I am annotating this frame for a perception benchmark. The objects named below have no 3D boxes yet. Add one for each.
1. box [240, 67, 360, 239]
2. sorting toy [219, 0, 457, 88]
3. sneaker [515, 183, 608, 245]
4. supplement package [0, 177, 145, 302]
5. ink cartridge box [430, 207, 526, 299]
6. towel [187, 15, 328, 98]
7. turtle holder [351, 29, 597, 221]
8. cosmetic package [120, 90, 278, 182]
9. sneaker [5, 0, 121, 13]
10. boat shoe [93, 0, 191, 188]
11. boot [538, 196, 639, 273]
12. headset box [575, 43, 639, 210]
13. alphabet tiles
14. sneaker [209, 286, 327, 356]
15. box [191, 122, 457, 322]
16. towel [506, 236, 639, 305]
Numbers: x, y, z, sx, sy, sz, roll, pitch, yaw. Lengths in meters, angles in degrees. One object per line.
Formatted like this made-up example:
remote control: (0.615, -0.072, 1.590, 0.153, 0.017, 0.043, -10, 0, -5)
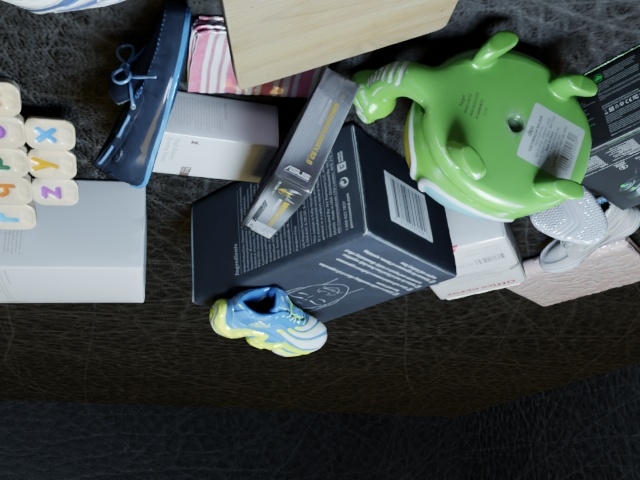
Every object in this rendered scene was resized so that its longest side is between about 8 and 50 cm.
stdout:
box: (-0.035, -0.118, 1.013, 0.056, 0.183, 0.231, 28, 157, -9)
sorting toy: (0.019, -0.276, 0.690, 0.257, 0.089, 0.255, -19, 171, -6)
sneaker: (0.394, -0.071, 1.232, 0.101, 0.269, 0.153, -58, 151, 6)
supplement package: (-0.465, 0.005, 1.239, 0.293, 0.177, 0.175, 1, 154, -13)
ink cartridge box: (0.315, 0.018, 1.499, 0.207, 0.117, 0.283, -15, 153, 19)
towel: (-0.083, -0.245, 0.955, 0.197, 0.029, 0.144, 1, 155, -14)
turtle holder: (0.212, -0.142, 0.996, 0.321, 0.243, 0.227, -4, 171, -16)
cosmetic package: (-0.189, -0.159, 1.055, 0.231, 0.085, 0.117, 5, 154, -19)
sneaker: (-0.203, -0.314, 0.725, 0.297, 0.111, 0.131, -12, -177, -3)
boat shoe: (-0.234, -0.184, 0.886, 0.089, 0.109, 0.258, 17, 113, -14)
boot: (0.564, -0.018, 1.527, 0.123, 0.095, 0.258, 20, 137, -32)
headset box: (0.537, -0.179, 1.104, 0.283, 0.131, 0.246, 19, 146, -41)
alphabet tiles: (-0.512, -0.124, 1.034, 0.278, 0.021, 0.284, 0, 136, -15)
sneaker: (-0.069, 0.143, 1.222, 0.240, 0.091, 0.126, 12, 149, -31)
box: (0.000, 0.000, 1.285, 0.396, 0.211, 0.294, -23, 150, 32)
towel: (0.667, 0.079, 1.784, 0.332, 0.053, 0.317, -22, 151, 33)
